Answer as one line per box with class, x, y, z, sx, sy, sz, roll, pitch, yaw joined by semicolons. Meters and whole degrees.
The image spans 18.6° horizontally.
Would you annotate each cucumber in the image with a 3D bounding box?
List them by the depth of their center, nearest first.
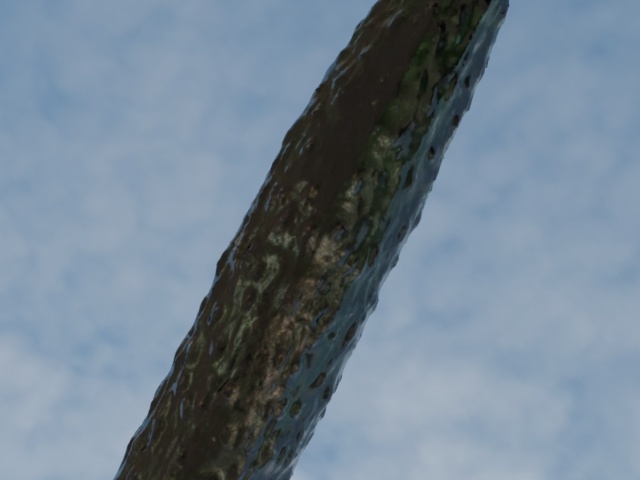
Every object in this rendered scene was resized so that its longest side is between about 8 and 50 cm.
cucumber;0.000;0.000;0.795;0.068;0.067;0.293;29;-86;27
